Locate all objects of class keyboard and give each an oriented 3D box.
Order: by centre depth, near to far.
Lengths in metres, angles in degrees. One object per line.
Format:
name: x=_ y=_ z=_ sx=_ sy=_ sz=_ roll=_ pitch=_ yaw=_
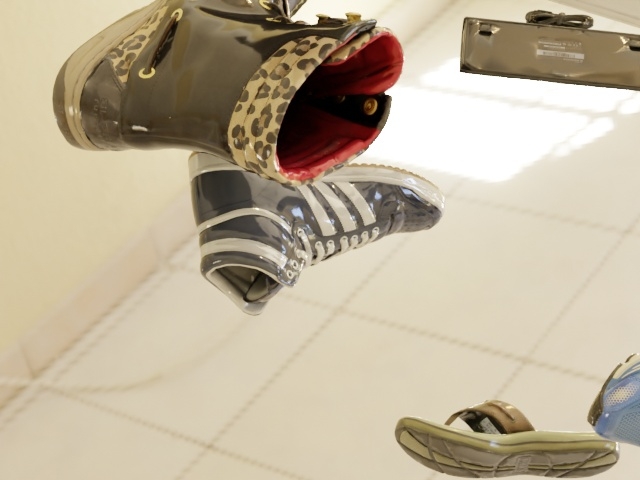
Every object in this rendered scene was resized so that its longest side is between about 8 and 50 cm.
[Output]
keyboard: x=0.219 y=-0.174 z=1.424 sx=0.180 sy=0.023 sz=0.108 roll=7 pitch=46 yaw=2

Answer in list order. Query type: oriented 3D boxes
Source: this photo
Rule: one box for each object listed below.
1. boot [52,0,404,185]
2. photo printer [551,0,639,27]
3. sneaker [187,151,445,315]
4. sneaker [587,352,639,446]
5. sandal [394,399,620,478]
boot: x=-0.039 y=-0.191 z=1.480 sx=0.284 sy=0.138 sz=0.377 roll=17 pitch=46 yaw=40
photo printer: x=0.284 y=-0.365 z=1.715 sx=0.307 sy=0.107 sz=0.256 roll=13 pitch=49 yaw=-22
sneaker: x=0.000 y=0.000 z=1.571 sx=0.282 sy=0.099 sz=0.153 roll=8 pitch=63 yaw=-23
sneaker: x=0.439 y=0.197 z=1.608 sx=0.330 sy=0.130 sz=0.147 roll=6 pitch=40 yaw=-10
sandal: x=0.245 y=0.260 z=2.063 sx=0.302 sy=0.120 sz=0.086 roll=4 pitch=62 yaw=-8
